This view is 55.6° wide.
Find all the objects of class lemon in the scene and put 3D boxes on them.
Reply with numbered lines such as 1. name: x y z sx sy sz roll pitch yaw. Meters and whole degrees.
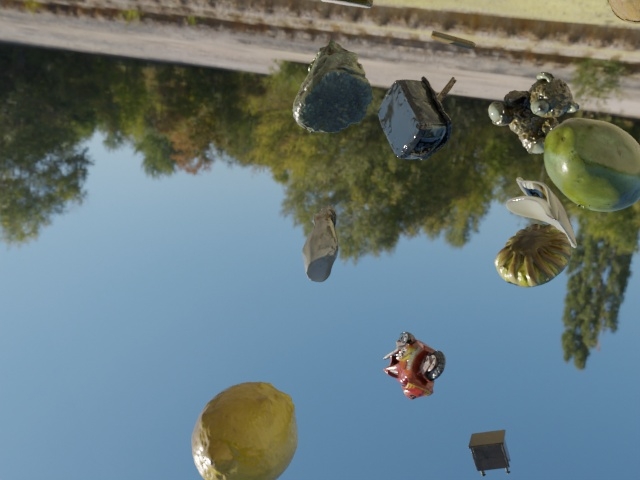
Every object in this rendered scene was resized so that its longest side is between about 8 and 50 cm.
1. lemon: -0.163 0.429 1.334 0.233 0.234 0.288 12 -175 18

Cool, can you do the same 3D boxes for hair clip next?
1. hair clip: 0.704 -0.109 1.925 0.172 0.113 0.282 39 180 -36

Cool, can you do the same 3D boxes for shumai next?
1. shumai: 0.005 -0.322 1.258 0.184 0.184 0.142 -1 -138 -36

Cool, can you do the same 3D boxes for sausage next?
1. sausage: 0.375 -0.566 1.718 0.132 0.024 0.024 15 -168 -3

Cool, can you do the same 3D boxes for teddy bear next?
1. teddy bear: 0.769 -0.465 2.144 0.267 0.256 0.156 39 -128 -10

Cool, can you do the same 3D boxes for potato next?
1. potato: 0.669 -0.185 1.475 0.304 0.216 0.216 32 177 -34

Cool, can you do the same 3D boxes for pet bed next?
1. pet bed: 0.293 -0.361 1.824 0.159 0.183 0.211 -8 -119 -27

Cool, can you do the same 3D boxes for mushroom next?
1. mushroom: 0.000 0.000 1.572 0.093 0.116 0.225 -2 -130 2

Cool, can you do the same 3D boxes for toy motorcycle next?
1. toy motorcycle: 0.273 0.369 1.791 0.089 0.171 0.298 19 180 -16

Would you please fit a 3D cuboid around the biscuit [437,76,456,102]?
1. biscuit: 0.366 -0.435 2.008 0.025 0.231 0.131 39 162 -1

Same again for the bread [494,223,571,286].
1. bread: 0.594 0.037 1.698 0.213 0.105 0.213 -21 -147 15

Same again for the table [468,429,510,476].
1. table: 0.411 0.511 1.456 0.083 0.082 0.070 -16 -176 22

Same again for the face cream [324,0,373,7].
1. face cream: 0.084 -0.738 1.512 0.139 0.285 0.067 5 -160 -10

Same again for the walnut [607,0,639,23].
1. walnut: 0.613 -0.516 1.112 0.198 0.245 0.198 -14 -168 3
